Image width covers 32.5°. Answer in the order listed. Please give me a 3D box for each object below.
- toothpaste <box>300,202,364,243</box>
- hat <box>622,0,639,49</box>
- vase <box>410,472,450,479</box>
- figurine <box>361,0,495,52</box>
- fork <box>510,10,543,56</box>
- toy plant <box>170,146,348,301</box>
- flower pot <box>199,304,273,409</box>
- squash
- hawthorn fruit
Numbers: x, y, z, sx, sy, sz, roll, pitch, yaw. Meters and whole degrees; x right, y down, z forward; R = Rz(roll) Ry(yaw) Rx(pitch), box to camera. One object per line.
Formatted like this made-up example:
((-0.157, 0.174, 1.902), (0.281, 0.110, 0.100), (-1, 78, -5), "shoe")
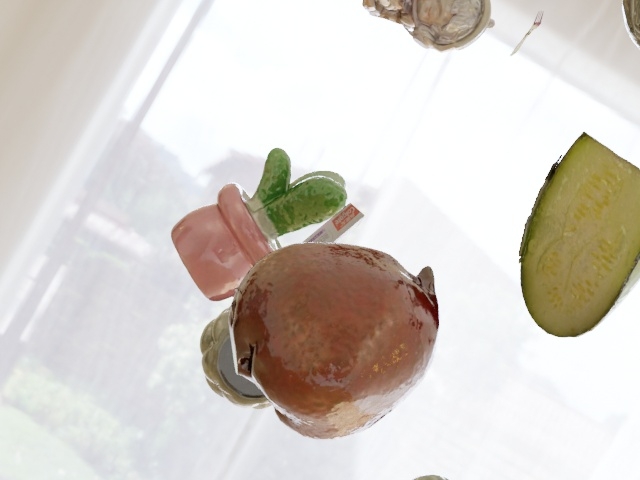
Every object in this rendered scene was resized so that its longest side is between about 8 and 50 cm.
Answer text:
((0.000, 0.000, 1.960), (0.047, 0.196, 0.040), (42, -36, 11), "toothpaste")
((0.676, -0.470, 2.266), (0.214, 0.149, 0.244), (51, 8, -19), "hat")
((0.262, 0.571, 2.252), (0.128, 0.128, 0.248), (31, -1, -26), "vase")
((0.199, -0.426, 1.967), (0.237, 0.162, 0.141), (22, -4, 8), "figurine")
((0.368, -0.366, 1.965), (0.016, 0.012, 0.115), (7, -37, -21), "fork")
((-0.112, -0.038, 2.194), (0.210, 0.356, 0.317), (53, 3, -4), "toy plant")
((-0.139, 0.241, 2.360), (0.246, 0.246, 0.195), (29, 3, -7), "flower pot")
((0.452, 0.012, 1.902), (0.233, 0.309, 0.210), (44, 6, 37), "squash")
((0.021, 0.146, 1.592), (0.311, 0.295, 0.295), (4, -3, -5), "hawthorn fruit")
